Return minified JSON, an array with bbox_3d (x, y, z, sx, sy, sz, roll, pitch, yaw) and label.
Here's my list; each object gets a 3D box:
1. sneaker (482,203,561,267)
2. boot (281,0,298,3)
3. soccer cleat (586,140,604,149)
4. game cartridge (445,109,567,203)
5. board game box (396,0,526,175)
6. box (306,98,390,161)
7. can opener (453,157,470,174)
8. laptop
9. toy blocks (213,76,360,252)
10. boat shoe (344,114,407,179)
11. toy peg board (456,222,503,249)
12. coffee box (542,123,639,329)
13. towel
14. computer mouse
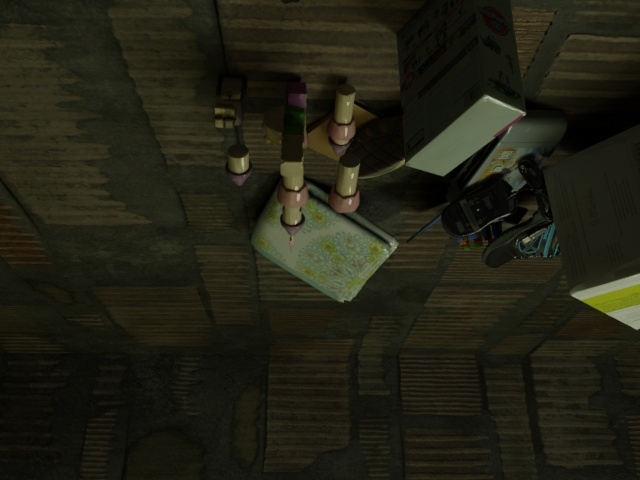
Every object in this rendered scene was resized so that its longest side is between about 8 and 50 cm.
[{"bbox_3d":[0.581,0.006,1.789,0.125,0.140,0.341,-22,165,-40],"label":"sneaker"},{"bbox_3d":[0.036,-0.496,0.945,0.260,0.131,0.348,-2,154,4],"label":"boot"},{"bbox_3d":[0.722,-0.161,1.711,0.116,0.109,0.318,-21,153,-18],"label":"soccer cleat"},{"bbox_3d":[0.451,-0.194,1.573,0.198,0.062,0.297,-1,145,-23],"label":"game cartridge"},{"bbox_3d":[0.237,-0.302,1.152,0.097,0.303,0.224,13,152,-25],"label":"board game box"},{"bbox_3d":[0.067,-0.258,1.568,0.164,0.021,0.201,20,148,-36],"label":"box"},{"bbox_3d":[0.387,-0.199,1.664,0.095,0.076,0.283,-35,151,-3],"label":"can opener"},{"bbox_3d":[0.399,-0.041,1.761,0.264,0.137,0.234,17,-162,20],"label":"laptop"},{"bbox_3d":[-0.074,-0.165,1.417,0.309,0.289,0.260,3,141,-3],"label":"toy blocks"},{"bbox_3d":[0.220,-0.222,1.491,0.355,0.132,0.130,-23,153,26],"label":"boat shoe"},{"bbox_3d":[0.476,-0.018,1.938,0.161,0.079,0.160,-11,177,21],"label":"toy peg board"},{"bbox_3d":[0.758,-0.033,1.453,0.334,0.338,0.338,23,145,-37],"label":"coffee box"},{"bbox_3d":[0.000,0.000,1.873,0.374,0.090,0.320,32,138,-4],"label":"towel"},{"bbox_3d":[0.436,-0.063,1.585,0.262,0.184,0.060,-32,-173,12],"label":"computer mouse"}]
